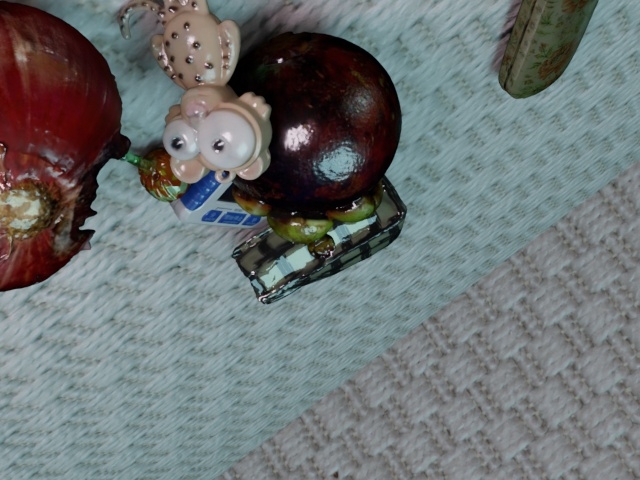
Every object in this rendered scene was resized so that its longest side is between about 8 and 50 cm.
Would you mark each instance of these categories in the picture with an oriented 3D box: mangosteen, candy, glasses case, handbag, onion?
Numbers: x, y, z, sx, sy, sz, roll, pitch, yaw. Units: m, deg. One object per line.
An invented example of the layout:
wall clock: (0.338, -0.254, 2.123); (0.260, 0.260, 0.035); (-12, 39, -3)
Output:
mangosteen: (-0.019, -0.158, 1.411); (0.311, 0.311, 0.311); (-28, 156, -13)
candy: (-0.296, -0.125, 1.421); (0.288, 0.078, 0.084); (22, 91, -58)
glasses case: (0.435, -0.420, 1.743); (0.157, 0.098, 0.425); (-30, 157, -19)
handbag: (0.000, 0.000, 1.864); (0.327, 0.162, 0.325); (-32, 174, -3)
onion: (-0.391, -0.097, 1.050); (0.341, 0.341, 0.341); (-28, 156, -13)

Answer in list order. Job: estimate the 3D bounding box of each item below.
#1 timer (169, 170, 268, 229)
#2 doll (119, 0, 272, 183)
timer: (-0.137, -0.104, 1.653); (0.178, 0.078, 0.253); (-46, 155, 21)
doll: (-0.156, -0.205, 1.225); (0.154, 0.278, 0.119); (-15, -166, 21)
